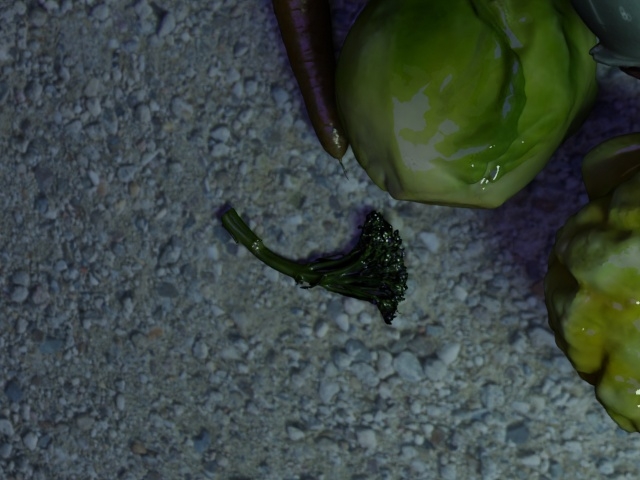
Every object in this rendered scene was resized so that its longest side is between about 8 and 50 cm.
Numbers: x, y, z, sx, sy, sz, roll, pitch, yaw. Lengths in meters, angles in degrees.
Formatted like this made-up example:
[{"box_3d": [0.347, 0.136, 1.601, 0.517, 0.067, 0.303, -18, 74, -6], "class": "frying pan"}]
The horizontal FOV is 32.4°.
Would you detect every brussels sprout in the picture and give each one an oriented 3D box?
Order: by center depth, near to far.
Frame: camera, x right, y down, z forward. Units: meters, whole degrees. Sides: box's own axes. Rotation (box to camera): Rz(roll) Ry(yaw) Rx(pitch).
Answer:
[{"box_3d": [0.150, -0.169, 1.158, 0.259, 0.227, 0.294, 8, 79, 31], "class": "brussels sprout"}]

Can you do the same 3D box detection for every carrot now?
[{"box_3d": [-0.008, -0.215, 1.304, 0.078, 0.078, 0.298, -9, 99, 26], "class": "carrot"}]

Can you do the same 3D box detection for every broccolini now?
[{"box_3d": [-0.008, -0.002, 1.354, 0.271, 0.062, 0.123, 23, 99, 23], "class": "broccolini"}]

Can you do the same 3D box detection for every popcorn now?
[{"box_3d": [0.384, 0.051, 1.041, 0.334, 0.292, 0.293, -3, 61, 1], "class": "popcorn"}]

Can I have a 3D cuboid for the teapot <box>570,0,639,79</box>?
[{"box_3d": [0.343, -0.299, 0.952, 0.315, 0.233, 0.312, -18, 120, 4], "class": "teapot"}]
